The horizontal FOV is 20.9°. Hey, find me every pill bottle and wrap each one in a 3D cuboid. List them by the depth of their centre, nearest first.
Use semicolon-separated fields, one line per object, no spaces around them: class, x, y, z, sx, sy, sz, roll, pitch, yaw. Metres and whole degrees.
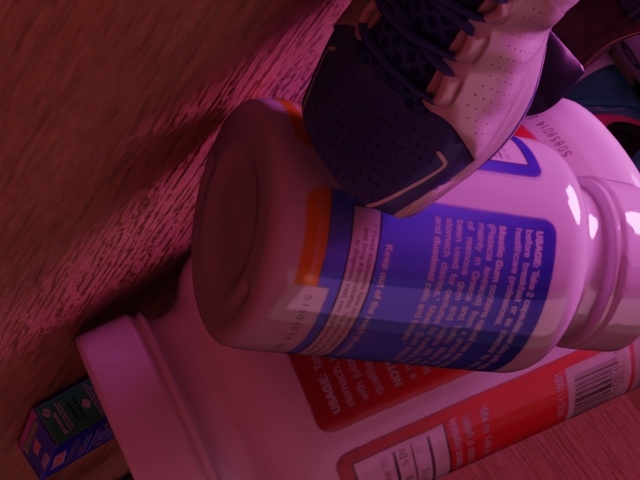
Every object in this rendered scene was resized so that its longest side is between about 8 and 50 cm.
pill bottle;0.070;0.004;1.076;0.272;0.152;0.152;8;148;-22
pill bottle;0.042;0.070;1.274;0.408;0.229;0.229;-23;166;-8

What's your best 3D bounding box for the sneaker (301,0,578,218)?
sneaker;0.080;-0.157;0.875;0.315;0.127;0.182;-49;160;22

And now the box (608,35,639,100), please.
box;0.328;-0.149;1.456;0.087;0.169;0.290;-33;169;-3

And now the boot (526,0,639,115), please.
boot;0.195;-0.171;1.274;0.219;0.082;0.106;-37;-171;-9

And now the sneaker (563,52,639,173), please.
sneaker;0.184;-0.025;1.466;0.295;0.178;0.124;-35;168;-21

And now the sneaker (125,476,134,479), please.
sneaker;-0.247;0.324;1.900;0.232;0.090;0.115;-42;163;-13

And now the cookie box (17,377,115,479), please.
cookie box;-0.191;0.144;1.432;0.107;0.040;0.092;-30;167;-28
